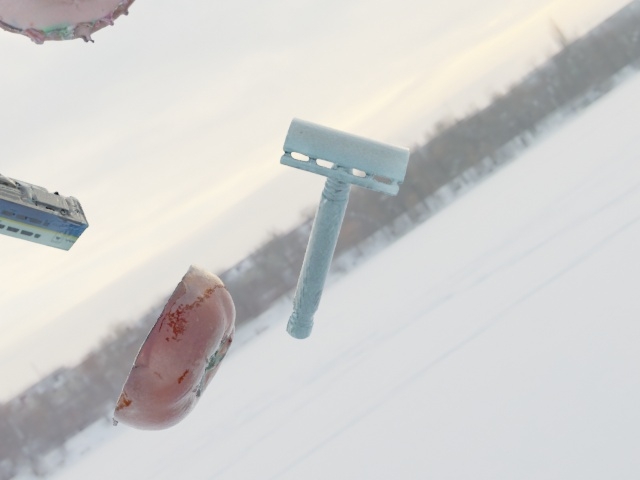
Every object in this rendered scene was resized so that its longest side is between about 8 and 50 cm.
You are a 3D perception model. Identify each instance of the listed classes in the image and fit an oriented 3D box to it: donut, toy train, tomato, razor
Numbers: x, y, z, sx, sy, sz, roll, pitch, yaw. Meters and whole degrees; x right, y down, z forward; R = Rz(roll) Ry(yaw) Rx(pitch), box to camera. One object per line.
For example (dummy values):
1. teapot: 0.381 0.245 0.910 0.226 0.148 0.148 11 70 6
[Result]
1. donut: -0.199 -0.209 0.967 0.166 0.117 0.065 -22 15 -11
2. toy train: -0.354 -0.044 1.307 0.234 0.052 0.051 18 -60 -44
3. tomato: -0.165 0.138 1.485 0.225 0.085 0.225 -60 -3 -5
4. razor: 0.000 0.000 1.131 0.068 0.106 0.232 -73 0 -50
